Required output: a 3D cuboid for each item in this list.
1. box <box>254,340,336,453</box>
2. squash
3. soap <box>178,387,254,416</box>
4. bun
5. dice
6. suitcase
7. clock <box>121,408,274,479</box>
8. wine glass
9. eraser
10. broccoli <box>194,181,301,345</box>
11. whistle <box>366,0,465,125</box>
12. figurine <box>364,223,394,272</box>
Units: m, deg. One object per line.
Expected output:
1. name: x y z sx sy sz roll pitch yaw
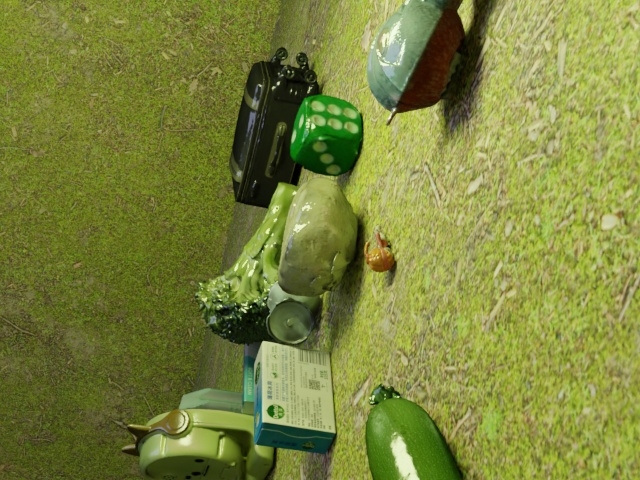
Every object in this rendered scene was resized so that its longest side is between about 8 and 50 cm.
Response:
1. box: -0.050 0.291 1.478 0.194 0.139 0.073 -94 20 -49
2. squash: 0.112 0.278 0.895 0.378 0.101 0.101 -107 30 -66
3. soap: -0.280 0.474 2.110 0.091 0.231 0.145 -111 34 -66
4. bun: 0.000 0.000 1.495 0.239 0.141 0.239 -169 90 -88
5. dice: 0.013 -0.220 1.642 0.120 0.128 0.131 119 159 -50
6. suitcase: -0.139 -0.304 2.225 0.283 0.194 0.433 -106 28 -63
7. clock: -0.298 0.513 1.893 0.286 0.349 0.117 114 161 -48
8. wine glass: -0.055 0.141 1.598 0.183 0.122 0.122 -95 17 -83
9. eraser: -0.140 0.324 1.928 0.225 0.096 0.052 -94 13 -49
10. broccoli: -0.156 0.073 1.933 0.353 0.275 0.397 -21 53 21
11. whistle: 0.166 -0.318 1.109 0.142 0.134 0.346 -9 -51 -61
12. figurine: 0.095 0.014 1.301 0.109 0.047 0.064 -89 -14 -58
